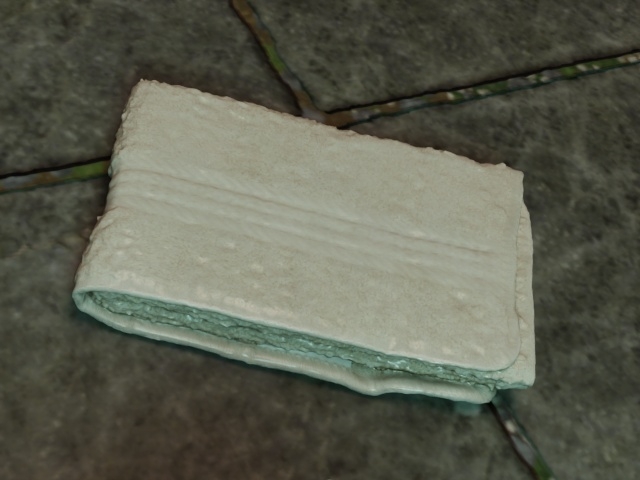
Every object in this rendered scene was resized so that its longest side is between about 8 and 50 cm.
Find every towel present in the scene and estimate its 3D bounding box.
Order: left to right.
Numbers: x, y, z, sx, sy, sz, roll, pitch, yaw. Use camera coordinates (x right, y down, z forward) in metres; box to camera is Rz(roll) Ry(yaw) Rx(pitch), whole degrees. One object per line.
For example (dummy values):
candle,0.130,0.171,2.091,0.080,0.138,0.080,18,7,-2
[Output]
towel,0.000,0.000,0.894,0.282,0.049,0.187,14,47,-8
